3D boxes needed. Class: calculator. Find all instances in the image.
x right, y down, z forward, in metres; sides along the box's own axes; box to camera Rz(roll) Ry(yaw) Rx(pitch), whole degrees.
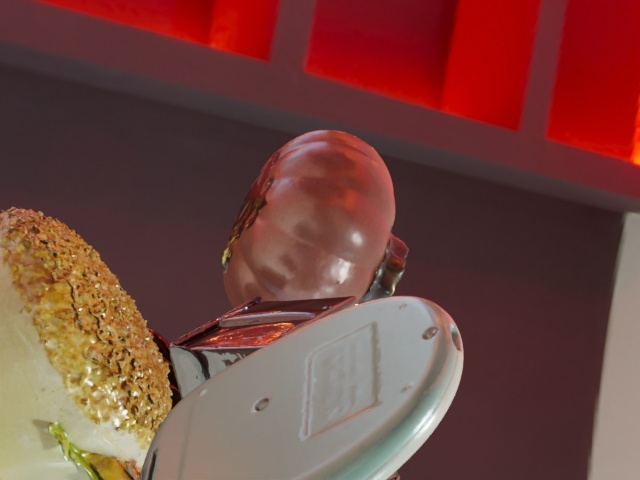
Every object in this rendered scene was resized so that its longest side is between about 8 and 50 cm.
[{"bbox_3d":[-0.019,0.068,0.382,0.153,0.021,0.095,-29,-154,18],"label":"calculator"}]

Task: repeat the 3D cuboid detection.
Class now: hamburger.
[{"bbox_3d":[-0.243,0.109,1.063,0.276,0.179,0.294,-155,-138,-78],"label":"hamburger"}]

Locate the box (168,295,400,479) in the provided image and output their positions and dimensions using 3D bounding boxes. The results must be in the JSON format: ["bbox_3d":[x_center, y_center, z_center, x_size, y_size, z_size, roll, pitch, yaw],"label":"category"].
[{"bbox_3d":[-0.035,0.203,1.302,0.153,0.188,0.252,-6,-78,33],"label":"box"}]

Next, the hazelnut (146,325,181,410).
[{"bbox_3d":[-0.252,0.227,1.437,0.217,0.217,0.251,-42,-142,46],"label":"hazelnut"}]

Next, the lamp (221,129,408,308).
[{"bbox_3d":[0.000,0.000,1.602,0.305,0.240,0.305,-58,-166,24],"label":"lamp"}]
